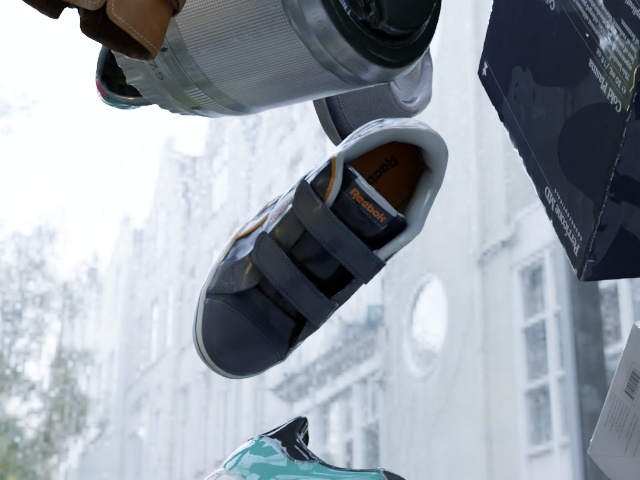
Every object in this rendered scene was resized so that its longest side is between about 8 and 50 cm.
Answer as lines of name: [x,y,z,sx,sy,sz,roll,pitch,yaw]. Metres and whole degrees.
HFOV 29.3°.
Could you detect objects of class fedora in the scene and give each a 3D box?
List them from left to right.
fedora: [0.080,-0.237,1.659,0.124,0.243,0.275,-4,8,20]

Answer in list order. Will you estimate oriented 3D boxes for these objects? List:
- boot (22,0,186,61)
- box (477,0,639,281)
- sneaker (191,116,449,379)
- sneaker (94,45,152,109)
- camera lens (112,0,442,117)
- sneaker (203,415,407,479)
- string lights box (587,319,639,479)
boot: [-0.195,-0.279,0.897,0.283,0.220,0.109,29,-15,-36]
box: [0.294,-0.192,1.120,0.179,0.343,0.312,-3,-48,-11]
sneaker: [0.000,0.000,1.186,0.126,0.321,0.127,41,-12,-13]
sneaker: [-0.212,-0.287,1.775,0.295,0.124,0.178,-34,6,7]
camera lens: [-0.041,-0.236,1.141,0.274,0.219,0.219,-8,-21,40]
sneaker: [0.054,0.226,0.833,0.302,0.121,0.108,34,-32,24]
string lights box: [0.319,0.083,0.850,0.260,0.077,0.133,-19,-43,-26]
